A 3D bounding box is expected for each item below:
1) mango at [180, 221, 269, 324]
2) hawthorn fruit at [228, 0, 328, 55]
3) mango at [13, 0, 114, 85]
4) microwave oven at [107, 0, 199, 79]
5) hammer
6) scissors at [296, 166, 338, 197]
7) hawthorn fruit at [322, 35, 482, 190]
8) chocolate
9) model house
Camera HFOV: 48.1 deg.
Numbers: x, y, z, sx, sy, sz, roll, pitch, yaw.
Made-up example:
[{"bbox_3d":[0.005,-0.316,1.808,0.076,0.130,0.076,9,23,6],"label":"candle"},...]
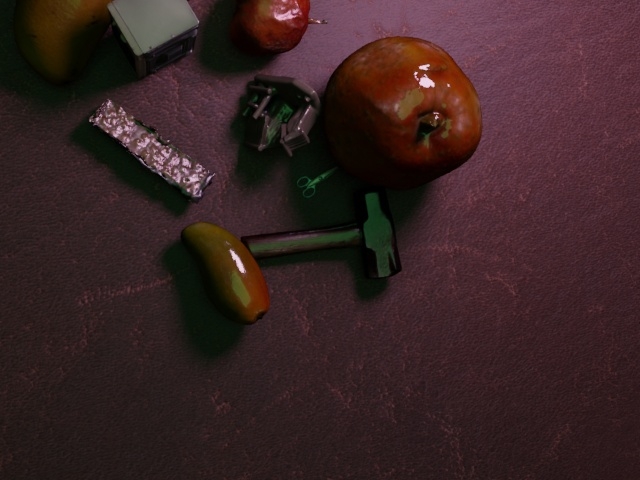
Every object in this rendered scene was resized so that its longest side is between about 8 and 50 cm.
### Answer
[{"bbox_3d":[-0.229,0.076,1.789,0.146,0.129,0.289,-25,91,5],"label":"mango"},{"bbox_3d":[-0.099,-0.557,1.791,0.243,0.207,0.208,6,89,-18],"label":"hawthorn fruit"},{"bbox_3d":[-0.601,-0.527,1.681,0.211,0.173,0.317,20,97,-13],"label":"mango"},{"bbox_3d":[-0.385,-0.498,1.691,0.194,0.240,0.145,-29,96,-12],"label":"microwave oven"},{"bbox_3d":[0.000,0.000,1.867,0.408,0.095,0.243,-8,93,-11],"label":"hammer"},{"bbox_3d":[-0.005,-0.163,1.900,0.119,0.014,0.058,-33,99,-8],"label":"scissors"},{"bbox_3d":[0.205,-0.305,1.761,0.402,0.403,0.403,0,90,-13],"label":"hawthorn fruit"},{"bbox_3d":[-0.417,-0.217,1.780,0.329,0.065,0.102,38,68,-12],"label":"chocolate"},{"bbox_3d":[-0.107,-0.304,1.793,0.122,0.229,0.188,31,85,-45],"label":"model house"}]
